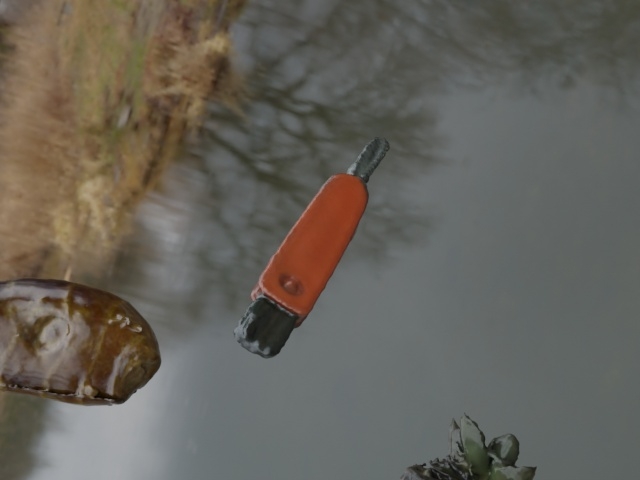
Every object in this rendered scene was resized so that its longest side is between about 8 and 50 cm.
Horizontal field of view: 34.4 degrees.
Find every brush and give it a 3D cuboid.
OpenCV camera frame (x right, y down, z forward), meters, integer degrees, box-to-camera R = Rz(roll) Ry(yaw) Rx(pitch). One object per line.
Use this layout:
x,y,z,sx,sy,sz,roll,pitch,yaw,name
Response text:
0.000,0.000,1.185,0.323,0.070,0.051,-56,0,-29,brush

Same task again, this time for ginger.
-0.436,0.138,1.542,0.254,0.418,0.176,-69,-15,-86,ginger

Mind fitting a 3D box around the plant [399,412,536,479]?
0.236,0.462,1.759,0.312,0.215,0.213,-53,-28,-15,plant
